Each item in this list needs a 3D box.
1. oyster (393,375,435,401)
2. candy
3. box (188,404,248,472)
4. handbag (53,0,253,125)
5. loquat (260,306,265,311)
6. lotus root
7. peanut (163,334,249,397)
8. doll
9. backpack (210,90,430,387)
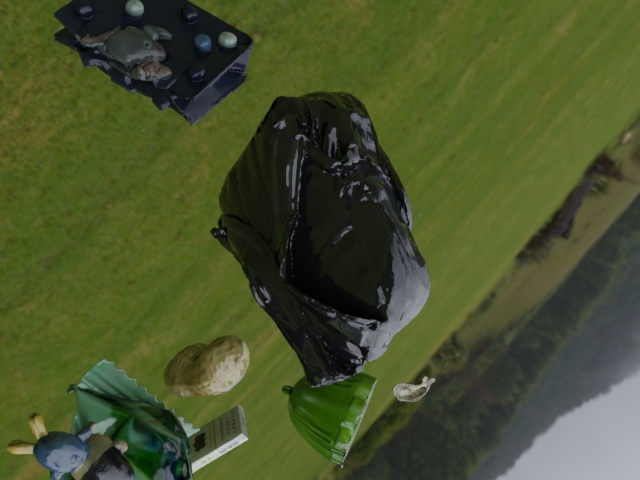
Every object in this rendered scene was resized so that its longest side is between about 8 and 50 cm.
[{"bbox_3d":[0.191,0.304,1.720,0.083,0.038,0.081,35,100,-34],"label":"oyster"},{"bbox_3d":[-0.285,0.413,1.303,0.172,0.398,0.263,-41,129,10],"label":"candy"},{"bbox_3d":[-0.221,0.399,1.608,0.167,0.024,0.090,-32,-150,7],"label":"box"},{"bbox_3d":[-0.315,-0.370,1.529,0.269,0.325,0.118,-53,170,-41],"label":"handbag"},{"bbox_3d":[-0.027,0.160,1.977,0.213,0.246,0.214,180,-90,-90],"label":"loquat"},{"bbox_3d":[0.001,0.318,1.567,0.186,0.186,0.186,-47,164,-18],"label":"lotus root"},{"bbox_3d":[-0.212,0.238,1.508,0.098,0.103,0.229,-9,173,-43],"label":"peanut"},{"bbox_3d":[-0.329,0.296,1.112,0.102,0.179,0.089,-52,-165,1],"label":"doll"},{"bbox_3d":[0.000,0.000,1.293,0.254,0.446,0.363,-7,147,-36],"label":"backpack"}]
